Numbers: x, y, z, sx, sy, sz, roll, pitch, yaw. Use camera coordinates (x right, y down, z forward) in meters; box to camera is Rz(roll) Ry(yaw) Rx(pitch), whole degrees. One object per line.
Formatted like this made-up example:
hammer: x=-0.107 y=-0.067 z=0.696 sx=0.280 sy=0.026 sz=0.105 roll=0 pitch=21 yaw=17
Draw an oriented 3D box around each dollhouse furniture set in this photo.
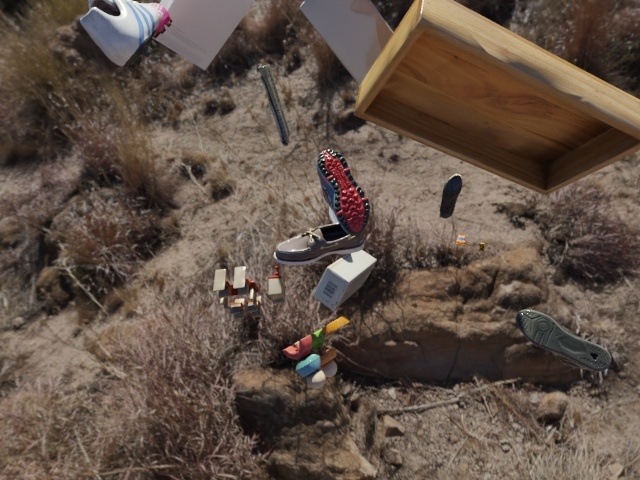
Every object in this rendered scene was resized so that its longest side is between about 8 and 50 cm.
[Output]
dollhouse furniture set: x=-0.271 y=0.186 z=1.597 sx=0.258 sy=0.262 sz=0.135 roll=-8 pitch=55 yaw=4

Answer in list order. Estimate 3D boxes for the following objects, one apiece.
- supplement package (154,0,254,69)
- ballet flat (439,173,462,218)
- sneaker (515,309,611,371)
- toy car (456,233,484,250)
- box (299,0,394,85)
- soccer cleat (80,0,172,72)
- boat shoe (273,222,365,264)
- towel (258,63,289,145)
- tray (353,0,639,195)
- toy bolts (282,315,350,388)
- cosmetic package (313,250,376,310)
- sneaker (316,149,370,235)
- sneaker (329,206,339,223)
supplement package: x=-0.334 y=-0.693 z=1.171 sx=0.292 sy=0.175 sz=0.178 roll=-35 pitch=49 yaw=35
ballet flat: x=0.447 y=-0.154 z=1.389 sx=0.057 sy=0.173 sz=0.049 roll=20 pitch=40 yaw=17
sneaker: x=0.629 y=0.271 z=1.076 sx=0.227 sy=0.130 sz=0.087 roll=28 pitch=80 yaw=25
toy car: x=0.577 y=0.003 z=1.542 sx=0.121 sy=0.041 sz=0.060 roll=15 pitch=24 yaw=36
box: x=0.105 y=-0.435 z=0.902 sx=0.121 sy=0.311 sz=0.148 roll=-36 pitch=21 yaw=24
soccer cleat: x=-0.434 y=-0.506 z=0.915 sx=0.116 sy=0.143 sz=0.332 roll=-34 pitch=38 yaw=18
boat shoe: x=0.000 y=0.000 z=1.346 sx=0.323 sy=0.097 sz=0.117 roll=-10 pitch=40 yaw=-16
towel: x=-0.198 y=-0.573 z=1.693 sx=0.056 sy=0.325 sz=0.312 roll=-15 pitch=24 yaw=3
tray: x=0.283 y=-0.209 z=0.646 sx=0.410 sy=0.203 sz=0.076 roll=17 pitch=67 yaw=-14
toy bolts: x=0.014 y=0.373 z=1.316 sx=0.218 sy=0.228 sz=0.159 roll=-36 pitch=77 yaw=29
cosmetic package: x=0.110 y=0.157 z=1.715 sx=0.113 sy=0.160 sz=0.309 roll=34 pitch=26 yaw=16
sneaker: x=0.066 y=-0.133 z=1.186 sx=0.103 sy=0.125 sz=0.262 roll=-18 pitch=79 yaw=-9
sneaker: x=0.090 y=-0.158 z=1.753 sx=0.094 sy=0.091 sz=0.259 roll=-30 pitch=52 yaw=31
